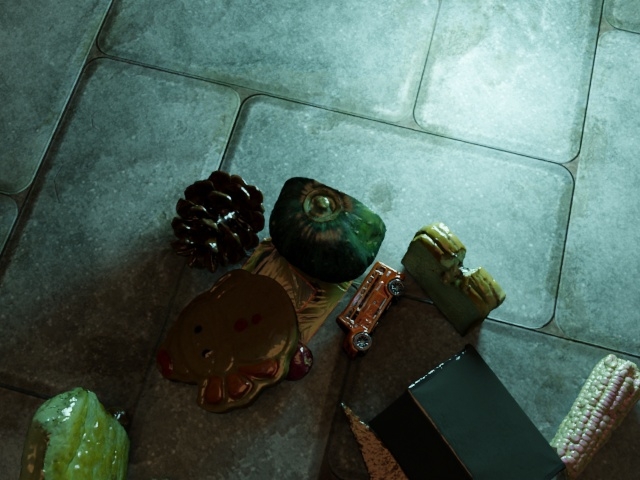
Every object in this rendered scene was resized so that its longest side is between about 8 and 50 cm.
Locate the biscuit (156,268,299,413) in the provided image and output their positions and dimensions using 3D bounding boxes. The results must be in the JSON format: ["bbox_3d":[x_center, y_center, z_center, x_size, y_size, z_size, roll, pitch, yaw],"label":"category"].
[{"bbox_3d":[-0.237,0.255,1.645,0.381,0.074,0.358,-24,57,1],"label":"biscuit"}]

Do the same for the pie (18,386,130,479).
[{"bbox_3d":[-0.544,0.526,1.411,0.181,0.418,0.394,-2,71,0],"label":"pie"}]

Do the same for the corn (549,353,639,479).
[{"bbox_3d":[0.676,0.436,1.606,0.127,0.126,0.335,39,80,12],"label":"corn"}]

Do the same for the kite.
[{"bbox_3d":[-0.079,0.132,1.755,0.378,0.013,0.327,-11,73,-4],"label":"kite"}]

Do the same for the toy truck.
[{"bbox_3d":[0.122,0.185,1.688,0.114,0.107,0.252,32,73,11],"label":"toy truck"}]

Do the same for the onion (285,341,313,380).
[{"bbox_3d":[-0.073,0.306,1.656,0.107,0.097,0.107,-5,79,27],"label":"onion"}]

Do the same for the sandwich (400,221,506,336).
[{"bbox_3d":[0.328,0.093,1.643,0.095,0.249,0.273,-35,75,-12],"label":"sandwich"}]

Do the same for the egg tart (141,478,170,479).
[{"bbox_3d":[-0.395,0.658,1.513,0.078,0.197,0.197,-27,68,36],"label":"egg tart"}]

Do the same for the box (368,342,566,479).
[{"bbox_3d":[0.328,0.463,1.496,0.251,0.204,0.345,-24,71,-38],"label":"box"}]

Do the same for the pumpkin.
[{"bbox_3d":[0.000,0.000,1.664,0.293,0.263,0.196,25,73,2],"label":"pumpkin"}]

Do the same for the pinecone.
[{"bbox_3d":[-0.269,-0.046,1.684,0.244,0.243,0.309,14,33,4],"label":"pinecone"}]

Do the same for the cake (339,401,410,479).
[{"bbox_3d":[0.126,0.526,1.571,0.113,0.116,0.295,-33,75,-11],"label":"cake"}]
